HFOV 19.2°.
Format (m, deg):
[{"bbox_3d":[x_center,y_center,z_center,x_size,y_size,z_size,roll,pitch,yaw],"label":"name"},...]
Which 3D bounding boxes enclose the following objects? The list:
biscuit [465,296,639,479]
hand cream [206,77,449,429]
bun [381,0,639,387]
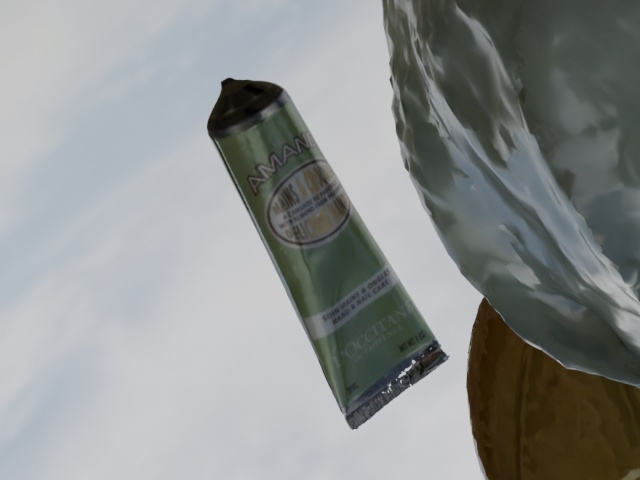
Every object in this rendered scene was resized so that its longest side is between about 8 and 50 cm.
[{"bbox_3d":[0.149,0.095,0.839,0.041,0.260,0.203,6,152,-46],"label":"biscuit"},{"bbox_3d":[0.000,0.000,1.200,0.086,0.235,0.055,-34,-166,-23],"label":"hand cream"},{"bbox_3d":[0.185,-0.037,0.596,0.362,0.362,0.211,-14,-128,59],"label":"bun"}]
